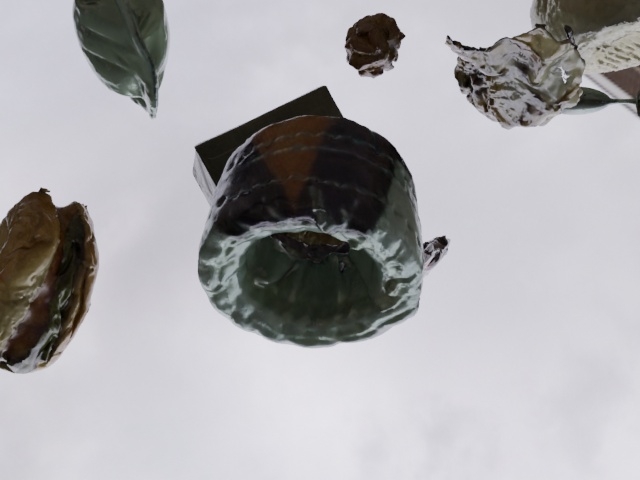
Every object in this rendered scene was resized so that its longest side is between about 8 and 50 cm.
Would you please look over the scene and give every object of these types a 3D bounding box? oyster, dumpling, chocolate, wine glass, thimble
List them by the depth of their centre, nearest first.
[{"bbox_3d":[0.000,0.000,0.760,0.237,0.237,0.150,-6,-136,13],"label":"thimble"},{"bbox_3d":[-0.219,-0.249,0.880,0.152,0.219,0.108,15,-135,35],"label":"dumpling"},{"bbox_3d":[0.132,0.032,0.954,0.028,0.182,0.086,40,-79,11],"label":"chocolate"},{"bbox_3d":[0.291,-0.229,1.125,0.201,0.354,0.107,12,-90,16],"label":"oyster"},{"bbox_3d":[0.541,-0.272,1.450,0.198,0.066,0.066,15,-121,51],"label":"wine glass"}]

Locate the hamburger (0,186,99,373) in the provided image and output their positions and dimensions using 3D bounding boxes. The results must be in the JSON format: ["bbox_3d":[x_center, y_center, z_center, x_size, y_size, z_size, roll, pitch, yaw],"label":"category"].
[{"bbox_3d":[-0.461,0.104,1.155,0.330,0.162,0.209,-43,-137,22],"label":"hamburger"}]

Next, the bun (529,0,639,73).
[{"bbox_3d":[0.584,-0.466,1.436,0.359,0.360,0.211,-8,-99,11],"label":"bun"}]

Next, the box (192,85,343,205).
[{"bbox_3d":[-0.070,-0.117,1.182,0.231,0.149,0.155,-29,-93,-15],"label":"box"}]

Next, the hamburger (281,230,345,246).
[{"bbox_3d":[-0.032,0.019,1.436,0.130,0.206,0.183,-21,-151,39],"label":"hamburger"}]

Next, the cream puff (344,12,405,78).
[{"bbox_3d":[0.097,-0.344,1.317,0.094,0.122,0.116,40,-72,47],"label":"cream puff"}]
